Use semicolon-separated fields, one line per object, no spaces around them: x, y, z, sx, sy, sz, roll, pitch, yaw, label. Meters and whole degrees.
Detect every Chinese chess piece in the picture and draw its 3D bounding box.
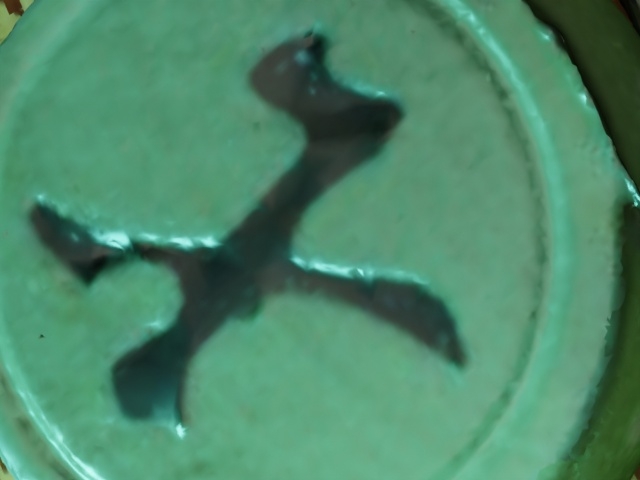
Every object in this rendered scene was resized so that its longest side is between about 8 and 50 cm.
0.000;0.000;0.541;0.237;0.092;0.238;0;89;21;Chinese chess piece
